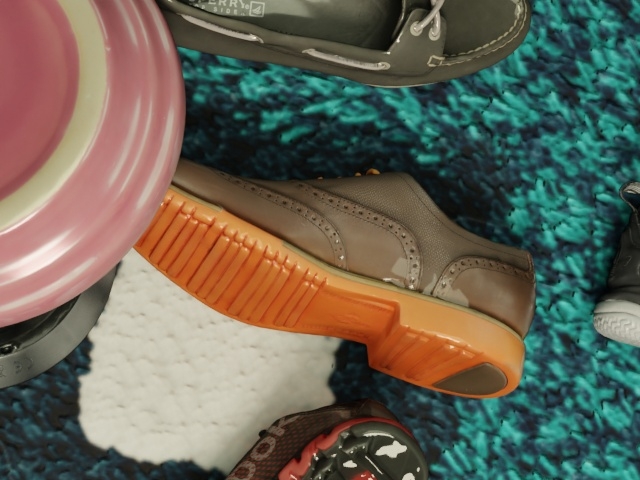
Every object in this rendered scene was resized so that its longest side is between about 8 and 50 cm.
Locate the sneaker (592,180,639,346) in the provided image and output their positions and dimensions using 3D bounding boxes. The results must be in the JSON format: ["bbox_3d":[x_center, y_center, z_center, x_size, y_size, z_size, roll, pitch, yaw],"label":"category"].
[{"bbox_3d":[0.360,0.023,1.601,0.268,0.101,0.153,7,87,-8],"label":"sneaker"}]

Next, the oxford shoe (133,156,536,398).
[{"bbox_3d":[0.000,0.000,1.540,0.363,0.130,0.133,25,62,-13],"label":"oxford shoe"}]

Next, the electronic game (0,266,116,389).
[{"bbox_3d":[-0.270,0.003,1.507,0.229,0.048,0.229,3,77,-12],"label":"electronic game"}]

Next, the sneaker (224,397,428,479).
[{"bbox_3d":[-0.039,0.213,1.516,0.276,0.135,0.098,-36,107,12],"label":"sneaker"}]

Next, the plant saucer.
[{"bbox_3d":[-0.268,-0.101,1.441,0.332,0.084,0.332,-2,74,7],"label":"plant saucer"}]

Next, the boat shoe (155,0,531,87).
[{"bbox_3d":[0.013,-0.185,1.552,0.335,0.095,0.112,3,85,-11],"label":"boat shoe"}]
